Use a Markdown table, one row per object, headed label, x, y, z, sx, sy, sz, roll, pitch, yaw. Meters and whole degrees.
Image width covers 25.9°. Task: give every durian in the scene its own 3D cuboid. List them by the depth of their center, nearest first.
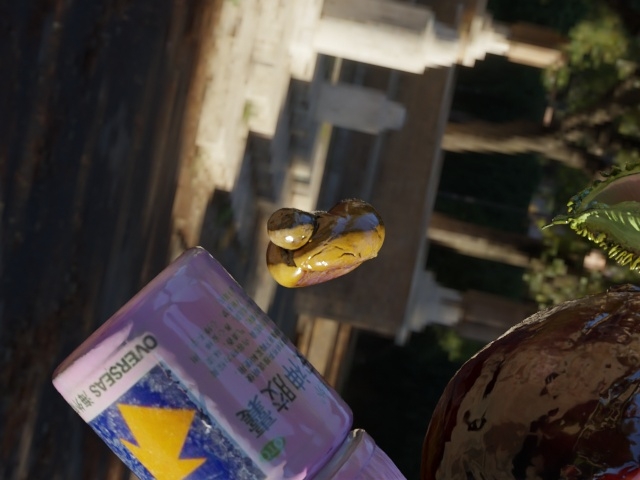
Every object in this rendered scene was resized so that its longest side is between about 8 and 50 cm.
| label | x | y | z | sx | sy | sz | roll | pitch | yaw |
| --- | --- | --- | --- | --- | --- | --- | --- | --- | --- |
| durian | 0.350 | -0.018 | 1.422 | 0.137 | 0.221 | 0.095 | -37 | 122 | -28 |

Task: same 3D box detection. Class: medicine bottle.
| label | x | y | z | sx | sy | sz | roll | pitch | yaw |
| --- | --- | --- | --- | --- | --- | --- | --- | --- | --- |
| medicine bottle | -0.075 | 0.165 | 1.206 | 0.178 | 0.290 | 0.178 | -41 | -178 | 2 |

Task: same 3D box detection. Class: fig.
| label | x | y | z | sx | sy | sz | roll | pitch | yaw |
| --- | --- | --- | --- | --- | --- | --- | --- | --- | --- |
| fig | 0.191 | 0.149 | 0.990 | 0.263 | 0.224 | 0.224 | -43 | 175 | -4 |

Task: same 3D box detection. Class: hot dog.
| label | x | y | z | sx | sy | sz | roll | pitch | yaw |
| --- | --- | --- | --- | --- | --- | --- | --- | --- | --- |
| hot dog | -0.001 | 0.001 | 1.112 | 0.140 | 0.090 | 0.060 | -18 | 80 | -56 |
